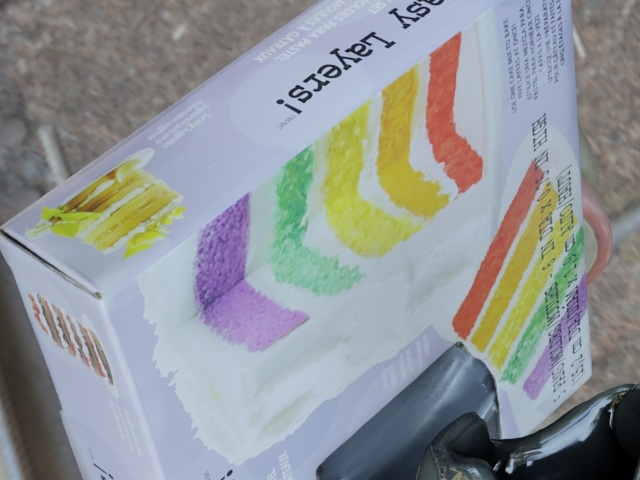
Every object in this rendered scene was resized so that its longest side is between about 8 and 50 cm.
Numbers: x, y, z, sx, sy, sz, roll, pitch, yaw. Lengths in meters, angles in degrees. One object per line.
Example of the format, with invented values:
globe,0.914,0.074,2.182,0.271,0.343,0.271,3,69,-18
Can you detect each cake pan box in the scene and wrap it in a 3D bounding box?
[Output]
cake pan box,0.010,0.034,0.676,0.246,0.267,0.070,-36,48,-26

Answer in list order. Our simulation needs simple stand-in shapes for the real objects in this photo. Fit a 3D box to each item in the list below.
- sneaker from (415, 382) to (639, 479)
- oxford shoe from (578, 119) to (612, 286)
sneaker,0.135,0.097,0.546,0.234,0.106,0.078,0,31,-1
oxford shoe,0.000,0.000,1.118,0.397,0.140,0.146,-11,43,14
